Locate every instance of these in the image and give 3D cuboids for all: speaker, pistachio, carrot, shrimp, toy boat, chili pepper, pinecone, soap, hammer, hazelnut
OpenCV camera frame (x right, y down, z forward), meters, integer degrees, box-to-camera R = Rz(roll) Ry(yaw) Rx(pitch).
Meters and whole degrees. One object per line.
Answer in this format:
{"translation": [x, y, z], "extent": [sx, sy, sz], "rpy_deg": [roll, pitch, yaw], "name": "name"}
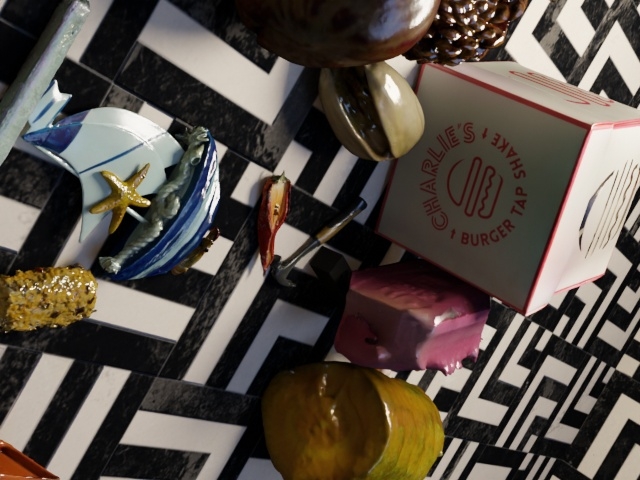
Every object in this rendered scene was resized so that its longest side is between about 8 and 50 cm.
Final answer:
{"translation": [0.037, 0.079, 1.581], "extent": [0.040, 0.046, 0.191], "rpy_deg": [-55, 146, -17], "name": "speaker"}
{"translation": [0.071, -0.192, 1.352], "extent": [0.129, 0.131, 0.206], "rpy_deg": [-18, 142, 15], "name": "pistachio"}
{"translation": [0.066, 0.338, 1.653], "extent": [0.241, 0.241, 0.340], "rpy_deg": [-58, 144, 0], "name": "carrot"}
{"translation": [-0.155, 0.006, 1.256], "extent": [0.083, 0.023, 0.114], "rpy_deg": [-46, -174, -36], "name": "shrimp"}
{"translation": [-0.239, -0.082, 1.115], "extent": [0.220, 0.067, 0.291], "rpy_deg": [-55, 135, -7], "name": "toy boat"}
{"translation": [-0.071, -0.026, 1.378], "extent": [0.045, 0.027, 0.178], "rpy_deg": [-19, 130, -38], "name": "chili pepper"}
{"translation": [0.160, -0.336, 1.283], "extent": [0.221, 0.221, 0.221], "rpy_deg": [-32, 138, -34], "name": "pinecone"}
{"translation": [0.148, 0.120, 1.532], "extent": [0.325, 0.220, 0.127], "rpy_deg": [-12, 113, -50], "name": "soap"}
{"translation": [0.000, 0.000, 1.494], "extent": [0.201, 0.021, 0.078], "rpy_deg": [-40, 142, -24], "name": "hammer"}
{"translation": [0.018, -0.299, 1.093], "extent": [0.218, 0.234, 0.218], "rpy_deg": [5, 90, -66], "name": "hazelnut"}

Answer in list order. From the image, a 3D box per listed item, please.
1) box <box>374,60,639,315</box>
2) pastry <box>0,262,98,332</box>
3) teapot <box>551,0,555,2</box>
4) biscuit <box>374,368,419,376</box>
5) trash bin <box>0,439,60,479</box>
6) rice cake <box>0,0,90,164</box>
{"translation": [0.325, -0.106, 1.568], "extent": [0.300, 0.312, 0.314], "rpy_deg": [-12, 124, -48], "name": "box"}
{"translation": [-0.318, 0.065, 1.108], "extent": [0.140, 0.056, 0.080], "rpy_deg": [-16, 139, -48], "name": "pastry"}
{"translation": [0.407, -0.443, 1.624], "extent": [0.080, 0.085, 0.110], "rpy_deg": [-65, 165, 12], "name": "teapot"}
{"translation": [0.158, 0.175, 1.815], "extent": [0.324, 0.049, 0.205], "rpy_deg": [17, 103, -54], "name": "biscuit"}
{"translation": [-0.425, 0.351, 1.111], "extent": [0.161, 0.184, 0.239], "rpy_deg": [30, 80, -56], "name": "trash bin"}
{"translation": [-0.297, -0.161, 0.978], "extent": [0.208, 0.033, 0.033], "rpy_deg": [-59, 145, 0], "name": "rice cake"}
